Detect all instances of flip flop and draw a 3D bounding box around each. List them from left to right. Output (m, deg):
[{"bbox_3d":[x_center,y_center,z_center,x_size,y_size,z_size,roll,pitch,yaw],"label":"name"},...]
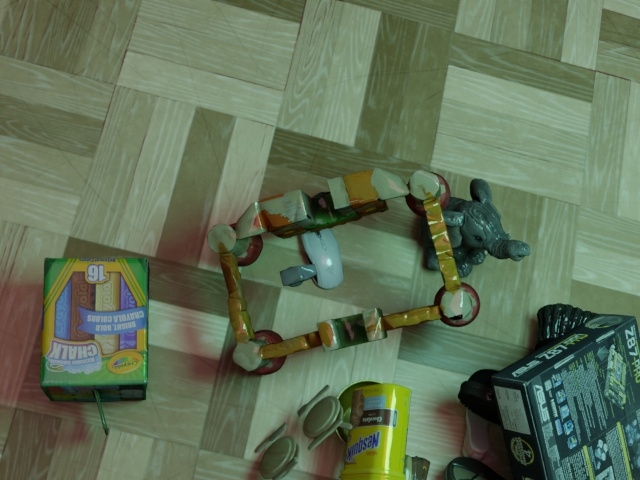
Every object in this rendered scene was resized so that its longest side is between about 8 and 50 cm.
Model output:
[{"bbox_3d":[0.335,0.504,1.775,0.277,0.080,0.112,35,38,-3],"label":"flip flop"}]

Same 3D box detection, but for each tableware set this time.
[{"bbox_3d":[-0.028,0.356,1.709,0.194,0.128,0.039,-43,114,8],"label":"tableware set"}]

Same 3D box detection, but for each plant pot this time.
[{"bbox_3d":[0.079,0.330,1.777,0.134,0.095,0.134,3,72,-10],"label":"plant pot"}]

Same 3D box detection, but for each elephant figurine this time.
[{"bbox_3d":[0.290,-0.034,1.859,0.186,0.239,0.169,16,70,-5],"label":"elephant figurine"}]

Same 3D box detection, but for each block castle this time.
[{"bbox_3d":[0.039,0.055,1.756,0.453,0.213,0.303,-15,84,8],"label":"block castle"}]

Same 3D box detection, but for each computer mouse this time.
[{"bbox_3d":[0.000,0.000,1.899,0.106,0.042,0.193,-16,76,-16],"label":"computer mouse"}]

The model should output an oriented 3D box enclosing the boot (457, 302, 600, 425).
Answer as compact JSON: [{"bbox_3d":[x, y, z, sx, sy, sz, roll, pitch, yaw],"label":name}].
[{"bbox_3d":[0.415,0.232,1.819,0.348,0.131,0.260,25,72,-33],"label":"boot"}]

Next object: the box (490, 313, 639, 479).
[{"bbox_3d":[0.475,0.366,1.714,0.318,0.097,0.394,-22,102,-32],"label":"box"}]

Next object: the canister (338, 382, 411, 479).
[{"bbox_3d":[0.097,0.338,1.661,0.073,0.126,0.169,21,65,-30],"label":"canister"}]

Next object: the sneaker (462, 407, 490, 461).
[{"bbox_3d":[0.296,0.366,1.837,0.051,0.070,0.134,11,41,2],"label":"sneaker"}]

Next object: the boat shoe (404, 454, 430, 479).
[{"bbox_3d":[0.175,0.482,1.762,0.060,0.064,0.178,5,69,-7],"label":"boat shoe"}]

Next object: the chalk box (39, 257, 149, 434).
[{"bbox_3d":[-0.392,0.191,1.691,0.179,0.180,0.288,1,71,-10],"label":"chalk box"}]
